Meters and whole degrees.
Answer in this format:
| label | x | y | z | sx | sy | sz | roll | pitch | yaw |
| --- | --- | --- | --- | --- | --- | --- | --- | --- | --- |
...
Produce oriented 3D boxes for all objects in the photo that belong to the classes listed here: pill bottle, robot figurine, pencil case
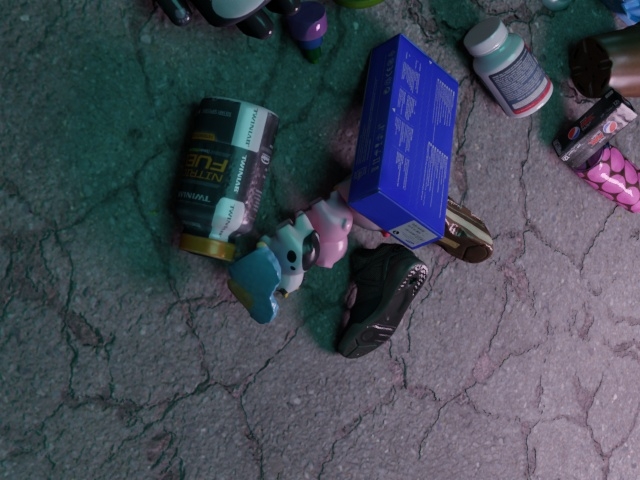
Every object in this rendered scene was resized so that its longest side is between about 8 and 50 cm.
| label | x | y | z | sx | sy | sz | roll | pitch | yaw |
| --- | --- | --- | --- | --- | --- | --- | --- | --- | --- |
| pill bottle | 0.354 | -0.331 | 1.980 | 0.180 | 0.108 | 0.108 | 48 | 68 | -29 |
| robot figurine | -0.150 | -0.440 | 1.586 | 0.278 | 0.173 | 0.209 | 50 | 44 | -27 |
| pencil case | 0.622 | -0.143 | 2.199 | 0.209 | 0.095 | 0.098 | 32 | 61 | -35 |
| pill bottle | -0.153 | -0.093 | 1.638 | 0.130 | 0.130 | 0.246 | 16 | 85 | -35 |

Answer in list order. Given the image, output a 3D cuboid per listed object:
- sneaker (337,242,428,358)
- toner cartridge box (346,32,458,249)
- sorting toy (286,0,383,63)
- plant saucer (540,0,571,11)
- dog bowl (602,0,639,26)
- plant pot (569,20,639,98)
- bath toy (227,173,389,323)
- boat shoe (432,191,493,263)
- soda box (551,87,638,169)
| label | x | y | z | sx | sy | sz | roll | pitch | yaw |
| --- | --- | --- | --- | --- | --- | --- | --- | --- | --- |
| sneaker | 0.091 | 0.099 | 1.863 | 0.087 | 0.130 | 0.227 | 15 | 114 | -39 |
| toner cartridge box | 0.147 | -0.173 | 1.789 | 0.165 | 0.075 | 0.348 | 35 | 50 | -33 |
| sorting toy | 0.092 | -0.421 | 1.816 | 0.365 | 0.127 | 0.126 | -39 | 144 | -23 |
| plant saucer | 0.482 | -0.525 | 2.104 | 0.119 | 0.021 | 0.119 | -3 | 96 | -35 |
| dog bowl | 0.676 | -0.541 | 2.206 | 0.297 | 0.074 | 0.166 | 30 | 78 | -34 |
| plant pot | 0.614 | -0.363 | 2.136 | 0.165 | 0.167 | 0.167 | -10 | 100 | -25 |
| bath toy | 0.000 | 0.000 | 1.751 | 0.348 | 0.151 | 0.129 | -36 | 99 | -36 |
| boat shoe | 0.213 | -0.049 | 1.937 | 0.257 | 0.095 | 0.095 | 32 | 42 | -30 |
| soda box | 0.552 | -0.224 | 2.102 | 0.060 | 0.053 | 0.169 | 28 | 122 | -33 |
